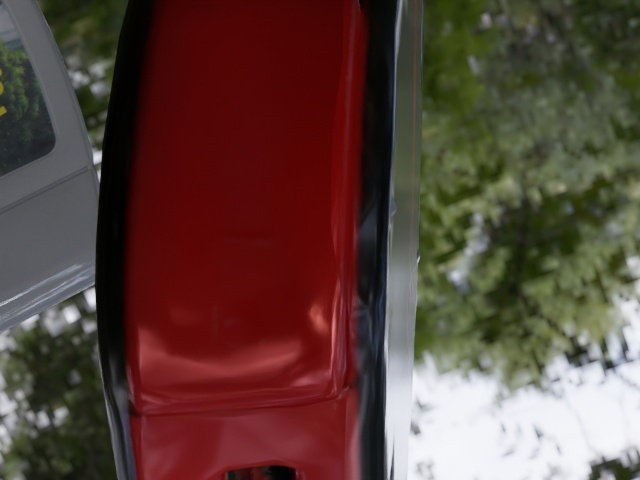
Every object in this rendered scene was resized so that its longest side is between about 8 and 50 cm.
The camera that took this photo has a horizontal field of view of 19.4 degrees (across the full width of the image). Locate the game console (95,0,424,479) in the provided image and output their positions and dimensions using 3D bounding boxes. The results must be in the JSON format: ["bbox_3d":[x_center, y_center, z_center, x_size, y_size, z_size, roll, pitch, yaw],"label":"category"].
[{"bbox_3d":[0.000,0.000,0.565,0.060,0.387,0.342,2,-134,3],"label":"game console"}]

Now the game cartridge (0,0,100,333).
[{"bbox_3d":[-0.237,-0.079,0.985,0.196,0.294,0.060,-30,-170,-23],"label":"game cartridge"}]
